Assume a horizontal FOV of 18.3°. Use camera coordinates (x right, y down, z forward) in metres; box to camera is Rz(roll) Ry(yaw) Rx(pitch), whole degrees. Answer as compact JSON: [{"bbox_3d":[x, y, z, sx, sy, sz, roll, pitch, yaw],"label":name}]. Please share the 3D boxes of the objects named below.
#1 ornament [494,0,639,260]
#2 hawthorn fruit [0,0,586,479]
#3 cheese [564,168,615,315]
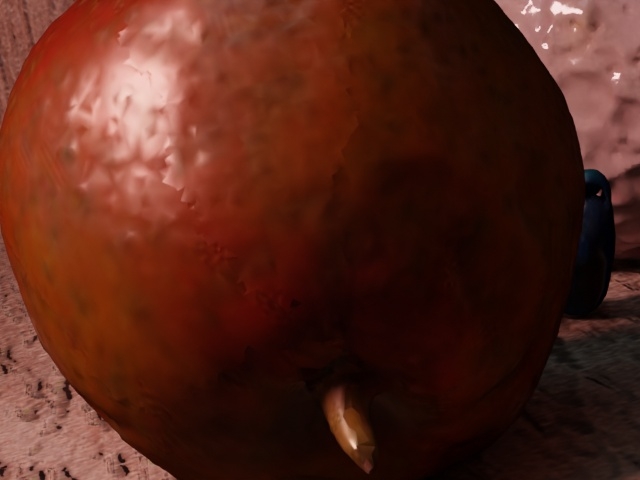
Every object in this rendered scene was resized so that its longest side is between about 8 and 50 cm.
[{"bbox_3d":[0.199,-0.118,1.234,0.225,0.259,0.259,-4,12,17],"label":"ornament"},{"bbox_3d":[-0.009,0.007,0.890,0.277,0.277,0.298,-14,41,-3],"label":"hawthorn fruit"},{"bbox_3d":[0.000,0.000,1.120,0.329,0.217,0.129,0,54,3],"label":"cheese"}]
